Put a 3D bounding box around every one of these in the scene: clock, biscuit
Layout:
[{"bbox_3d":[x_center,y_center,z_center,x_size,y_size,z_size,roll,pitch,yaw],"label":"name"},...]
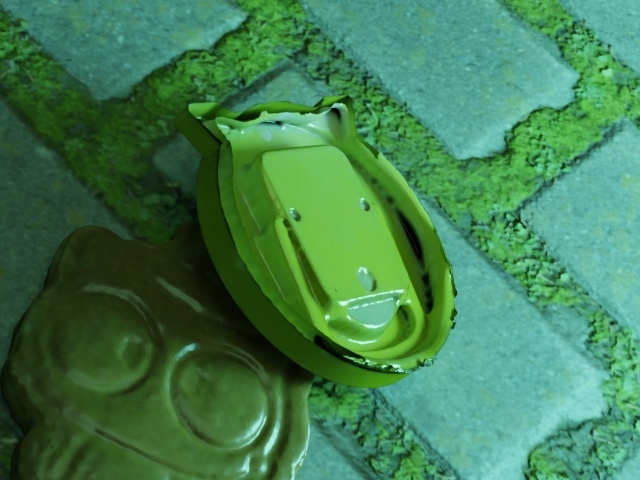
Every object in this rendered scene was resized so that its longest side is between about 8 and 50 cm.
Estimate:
[{"bbox_3d":[-0.002,0.004,1.727,0.277,0.071,0.294,0,60,-48],"label":"clock"},{"bbox_3d":[-0.127,0.114,1.622,0.269,0.051,0.376,27,49,-8],"label":"biscuit"}]
